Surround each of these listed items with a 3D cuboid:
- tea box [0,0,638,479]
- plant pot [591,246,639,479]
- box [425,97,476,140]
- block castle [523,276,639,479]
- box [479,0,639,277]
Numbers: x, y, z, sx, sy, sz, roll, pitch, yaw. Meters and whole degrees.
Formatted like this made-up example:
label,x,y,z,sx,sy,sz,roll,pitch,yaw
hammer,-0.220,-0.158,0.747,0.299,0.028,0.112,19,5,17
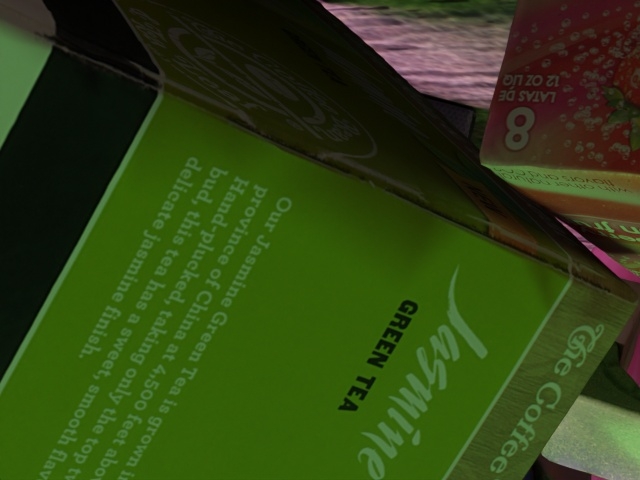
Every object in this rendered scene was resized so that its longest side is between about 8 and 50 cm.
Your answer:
label,x,y,z,sx,sy,sz,roll,pitch,yaw
tea box,-0.118,-0.014,0.654,0.324,0.220,0.329,23,-164,-32
plant pot,0.231,0.105,1.157,0.201,0.180,0.201,15,169,3
box,-0.005,-0.047,1.051,0.183,0.059,0.232,15,168,4
block castle,0.163,0.196,0.940,0.453,0.213,0.303,17,132,17
box,0.223,-0.053,0.513,0.300,0.142,0.154,7,167,36
